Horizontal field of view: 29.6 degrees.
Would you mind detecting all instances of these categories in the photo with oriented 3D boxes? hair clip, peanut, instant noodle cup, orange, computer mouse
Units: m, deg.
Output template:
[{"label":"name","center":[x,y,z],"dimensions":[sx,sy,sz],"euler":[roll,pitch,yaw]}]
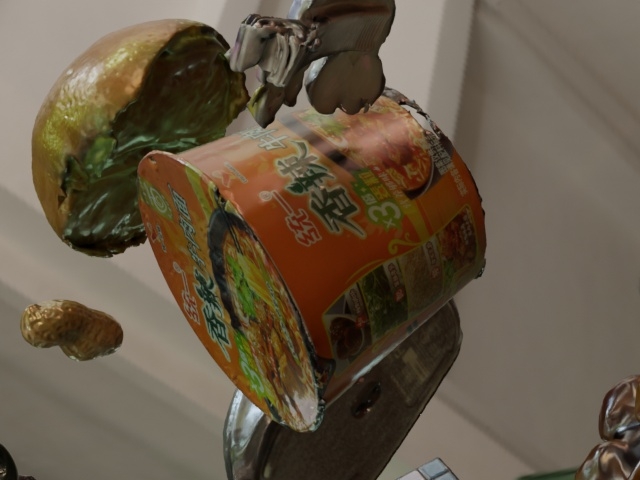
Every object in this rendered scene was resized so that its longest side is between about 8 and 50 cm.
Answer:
[{"label":"hair clip","center":[0.008,-0.122,0.739],"dimensions":[0.049,0.116,0.172],"euler":[36,-152,16]},{"label":"peanut","center":[-0.231,0.083,1.125],"dimensions":[0.113,0.054,0.054],"euler":[21,-124,-47]},{"label":"instant noodle cup","center":[0.000,0.000,0.897],"dimensions":[0.182,0.230,0.230],"euler":[-30,-86,-24]},{"label":"orange","center":[-0.246,-0.142,1.536],"dimensions":[0.196,0.334,0.262],"euler":[39,-138,4]},{"label":"computer mouse","center":[0.021,0.180,1.413],"dimensions":[0.374,0.114,0.203],"euler":[-46,-62,-25]}]

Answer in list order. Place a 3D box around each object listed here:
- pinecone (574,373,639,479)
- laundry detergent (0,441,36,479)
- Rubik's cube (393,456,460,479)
[{"label":"pinecone","center":[0.260,0.167,0.706],"dimensions":[0.264,0.264,0.264],"euler":[23,-125,-38]},{"label":"laundry detergent","center":[-0.392,0.280,1.341],"dimensions":[0.221,0.078,0.144],"euler":[-6,-67,-61]},{"label":"Rubik's cube","center":[0.096,0.266,1.065],"dimensions":[0.092,0.092,0.092],"euler":[-25,-57,-15]}]
